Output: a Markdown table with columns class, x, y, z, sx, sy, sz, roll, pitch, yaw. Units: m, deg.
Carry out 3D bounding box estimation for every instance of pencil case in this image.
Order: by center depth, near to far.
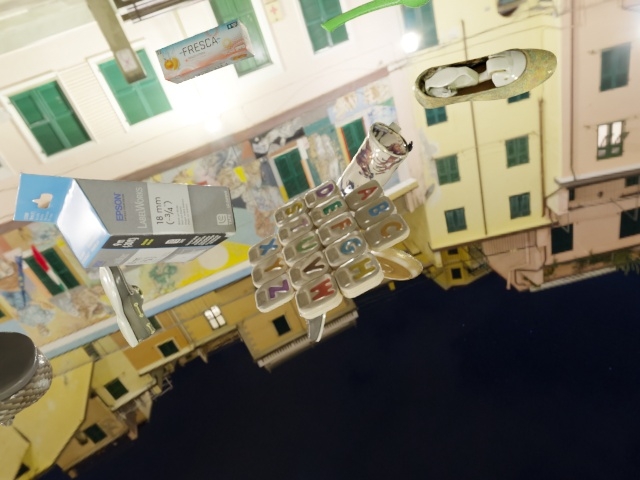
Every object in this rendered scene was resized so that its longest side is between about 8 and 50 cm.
| class | x | y | z | sx | sy | sz | roll | pitch | yaw |
| --- | --- | --- | --- | --- | --- | --- | --- | --- | --- |
| pencil case | 0.157 | -0.220 | 1.510 | 0.160 | 0.410 | 0.183 | 43 | -134 | 10 |

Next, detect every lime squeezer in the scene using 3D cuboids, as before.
| class | x | y | z | sx | sy | sz | roll | pitch | yaw |
| --- | --- | --- | --- | --- | --- | --- | --- | --- | --- |
| lime squeezer | 0.133 | -0.399 | 0.579 | 0.310 | 0.110 | 0.059 | -51 | 173 | 30 |

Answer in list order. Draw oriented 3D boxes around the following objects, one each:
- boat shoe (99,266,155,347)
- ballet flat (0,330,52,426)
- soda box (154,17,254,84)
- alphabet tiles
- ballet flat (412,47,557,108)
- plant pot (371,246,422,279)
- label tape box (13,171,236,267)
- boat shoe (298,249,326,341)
| class | x | y | z | sx | sy | sz | roll | pitch | yaw |
| --- | --- | --- | --- | --- | --- | --- | --- | --- | --- |
| boat shoe | -0.600 | 0.193 | 1.334 | 0.091 | 0.305 | 0.109 | -28 | -143 | -35 |
| ballet flat | -0.300 | 0.118 | 0.253 | 0.249 | 0.058 | 0.084 | -14 | -132 | -25 |
| soda box | -0.229 | -0.373 | 0.851 | 0.183 | 0.063 | 0.058 | -15 | -171 | 10 |
| alphabet tiles | 0.000 | 0.000 | 0.735 | 0.277 | 0.021 | 0.284 | -28 | -140 | 6 |
| ballet flat | 0.403 | -0.417 | 1.083 | 0.348 | 0.123 | 0.123 | -4 | -147 | 29 |
| plant pot | 0.181 | 0.067 | 1.260 | 0.236 | 0.236 | 0.033 | 6 | -112 | 37 |
| label tape box | -0.366 | -0.024 | 0.802 | 0.333 | 0.106 | 0.240 | -2 | 166 | -38 |
| boat shoe | -0.024 | 0.131 | 1.192 | 0.095 | 0.336 | 0.112 | 6 | -155 | -6 |
